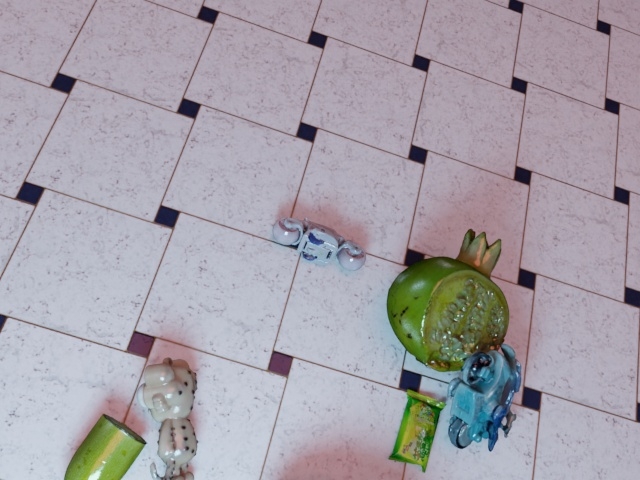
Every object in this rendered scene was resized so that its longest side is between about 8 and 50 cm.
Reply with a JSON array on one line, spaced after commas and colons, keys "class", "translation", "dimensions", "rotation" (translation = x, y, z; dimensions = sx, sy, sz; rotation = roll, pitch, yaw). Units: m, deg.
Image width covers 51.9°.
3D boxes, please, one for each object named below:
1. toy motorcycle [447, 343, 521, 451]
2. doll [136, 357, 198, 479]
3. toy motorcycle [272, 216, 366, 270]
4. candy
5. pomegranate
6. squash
[{"class": "toy motorcycle", "translation": [0.391, 0.368, 1.559], "dimensions": [0.206, 0.154, 0.260], "rotation": [-7, 113, -36]}, {"class": "doll", "translation": [-0.324, 0.394, 1.427], "dimensions": [0.119, 0.154, 0.278], "rotation": [-11, 70, 12]}, {"class": "toy motorcycle", "translation": [0.000, 0.000, 1.705], "dimensions": [0.254, 0.112, 0.112], "rotation": [21, 65, -3]}, {"class": "candy", "translation": [0.235, 0.461, 1.596], "dimensions": [0.102, 0.032, 0.178], "rotation": [24, 64, -3]}, {"class": "pomegranate", "translation": [0.312, 0.138, 1.627], "dimensions": [0.310, 0.216, 0.358], "rotation": [30, 80, -28]}, {"class": "squash", "translation": [-0.460, 0.470, 1.378], "dimensions": [0.123, 0.123, 0.186], "rotation": [32, 68, 0]}]
